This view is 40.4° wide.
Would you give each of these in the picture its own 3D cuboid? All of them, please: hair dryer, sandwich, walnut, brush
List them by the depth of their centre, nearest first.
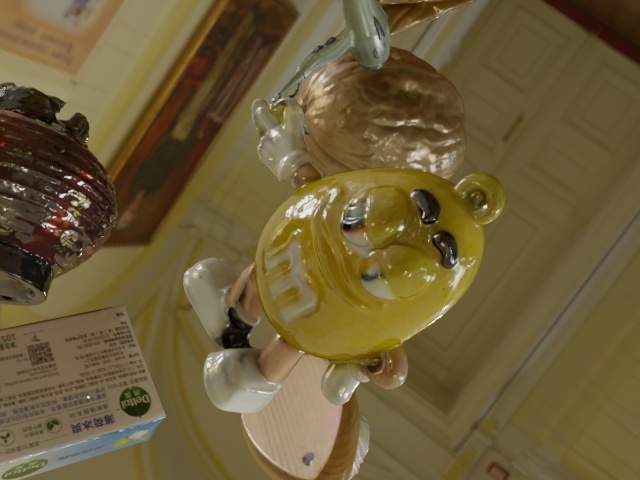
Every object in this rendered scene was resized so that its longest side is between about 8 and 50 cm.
[{"bbox_3d":[0.006,-0.282,1.132,0.067,0.199,0.167,30,137,46],"label":"hair dryer"},{"bbox_3d":[-0.009,0.304,1.262,0.266,0.174,0.166,-109,-5,-58],"label":"brush"},{"bbox_3d":[0.148,-0.333,1.311,0.163,0.113,0.079,11,-166,-3],"label":"sandwich"},{"bbox_3d":[0.113,-0.214,1.556,0.313,0.251,0.277,0,-149,-24],"label":"walnut"}]

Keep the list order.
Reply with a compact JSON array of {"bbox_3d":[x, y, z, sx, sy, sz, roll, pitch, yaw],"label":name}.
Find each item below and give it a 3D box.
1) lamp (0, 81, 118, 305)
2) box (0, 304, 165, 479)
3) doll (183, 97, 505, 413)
[{"bbox_3d":[-0.340,-0.053,0.960,0.247,0.247,0.247,35,-173,-5],"label":"lamp"},{"bbox_3d":[-0.276,0.156,0.887,0.194,0.073,0.139,-10,-117,-33],"label":"box"},{"bbox_3d":[-0.010,0.034,1.022,0.348,0.423,0.161,38,-153,27],"label":"doll"}]
